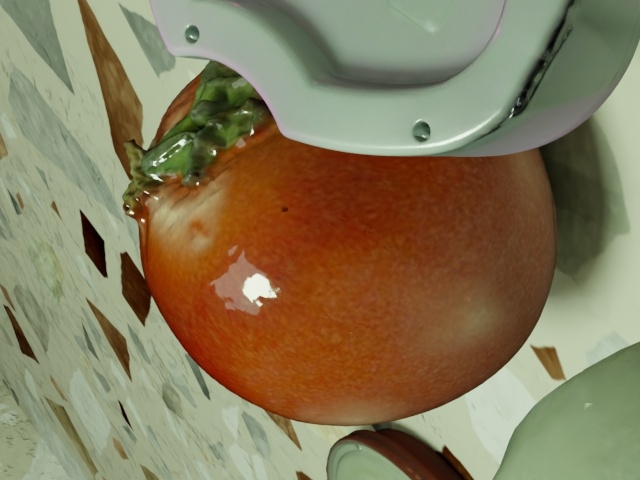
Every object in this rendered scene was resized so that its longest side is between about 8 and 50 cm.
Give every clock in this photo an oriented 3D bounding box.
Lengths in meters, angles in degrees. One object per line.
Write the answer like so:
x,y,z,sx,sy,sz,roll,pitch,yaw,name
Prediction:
0.046,-0.210,0.836,0.338,0.102,0.339,4,97,34,clock
0.105,0.343,1.561,0.318,0.080,0.318,47,153,33,clock

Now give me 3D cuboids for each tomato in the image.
0.023,-0.016,1.077,0.321,0.321,0.321,46,152,33,tomato

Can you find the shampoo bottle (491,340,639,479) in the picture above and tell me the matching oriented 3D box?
0.248,0.214,0.813,0.317,0.322,0.322,56,158,35,shampoo bottle
